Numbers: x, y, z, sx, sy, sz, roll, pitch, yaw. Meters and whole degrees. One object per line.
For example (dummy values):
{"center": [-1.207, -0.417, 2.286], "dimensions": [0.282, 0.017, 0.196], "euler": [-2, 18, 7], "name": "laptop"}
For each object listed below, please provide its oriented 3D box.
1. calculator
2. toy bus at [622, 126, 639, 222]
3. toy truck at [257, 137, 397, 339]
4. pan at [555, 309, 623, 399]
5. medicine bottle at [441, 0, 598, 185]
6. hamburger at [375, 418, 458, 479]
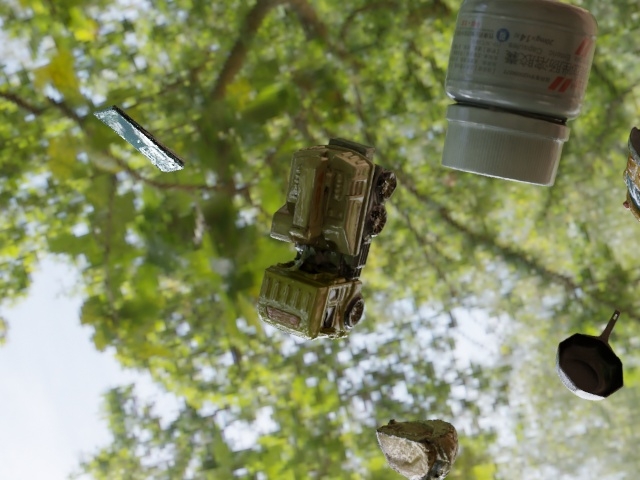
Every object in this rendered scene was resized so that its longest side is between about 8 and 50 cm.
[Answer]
{"center": [-0.290, -0.164, 1.966], "dimensions": [0.172, 0.057, 0.018], "euler": [40, -128, -39], "name": "calculator"}
{"center": [0.433, -0.085, 1.342], "dimensions": [0.126, 0.210, 0.136], "euler": [51, 156, 31], "name": "toy bus"}
{"center": [0.000, 0.000, 2.436], "dimensions": [0.254, 0.181, 0.405], "euler": [-7, -67, -58], "name": "toy truck"}
{"center": [0.506, 0.221, 2.204], "dimensions": [0.202, 0.048, 0.128], "euler": [-23, -113, -34], "name": "pan"}
{"center": [0.336, -0.260, 2.102], "dimensions": [0.245, 0.245, 0.306], "euler": [-9, -70, -70], "name": "medicine bottle"}
{"center": [0.158, 0.321, 1.820], "dimensions": [0.087, 0.176, 0.102], "euler": [-23, -83, -26], "name": "hamburger"}
